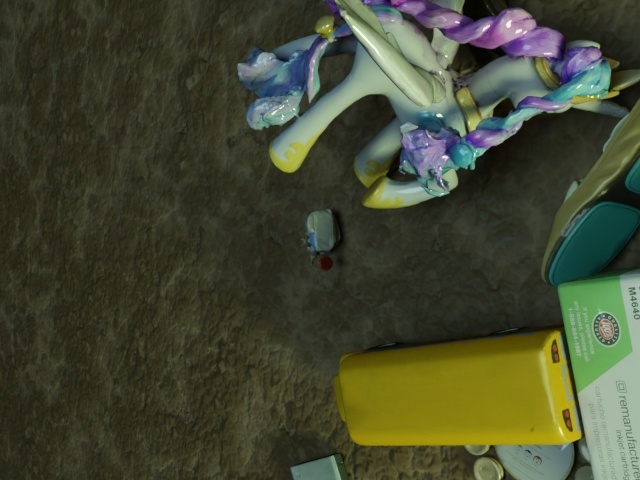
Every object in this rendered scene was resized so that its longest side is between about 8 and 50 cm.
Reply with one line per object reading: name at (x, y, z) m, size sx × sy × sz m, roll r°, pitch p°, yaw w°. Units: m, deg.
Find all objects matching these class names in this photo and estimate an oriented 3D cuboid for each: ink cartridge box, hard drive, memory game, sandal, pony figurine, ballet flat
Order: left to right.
hard drive at (0.012, 0.371, 1.084) m, size 0.094 × 0.022 × 0.135 m, roll -30°, pitch 73°, yaw 42°
pony figurine at (0.082, -0.185, 0.780) m, size 0.364 × 0.351 × 0.302 m, roll -21°, pitch 37°, yaw 44°
sandal at (0.178, -0.249, 0.853) m, size 0.072 × 0.049 × 0.180 m, roll -36°, pitch 84°, yaw 48°
memory game at (0.234, 0.223, 0.860) m, size 0.186 × 0.012 × 0.186 m, roll 5°, pitch 97°, yaw 45°
ballet flat at (0.287, -0.054, 0.756) m, size 0.232 × 0.080 × 0.073 m, roll -57°, pitch 28°, yaw 28°
ink cartridge box at (0.362, 0.109, 0.651) m, size 0.273 × 0.115 × 0.198 m, roll -14°, pitch 84°, yaw 44°

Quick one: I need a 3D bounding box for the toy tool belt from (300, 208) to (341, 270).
toy tool belt at (0.000, 0.000, 1.052) m, size 0.051 × 0.052 × 0.083 m, roll 162°, pitch 104°, yaw -76°

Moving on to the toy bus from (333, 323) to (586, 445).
toy bus at (0.137, 0.162, 0.851) m, size 0.333 × 0.130 × 0.108 m, roll -15°, pitch 82°, yaw 45°
